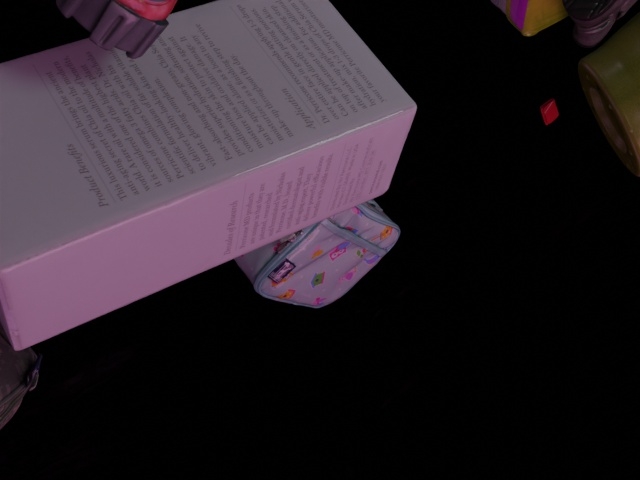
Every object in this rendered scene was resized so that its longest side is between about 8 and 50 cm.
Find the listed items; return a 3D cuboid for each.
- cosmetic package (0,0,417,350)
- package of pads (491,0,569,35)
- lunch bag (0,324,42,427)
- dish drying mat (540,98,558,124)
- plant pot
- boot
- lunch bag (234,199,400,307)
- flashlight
[{"bbox_3d":[-0.154,-0.096,0.944,0.453,0.230,0.161,-23,153,-24],"label":"cosmetic package"},{"bbox_3d":[0.370,-0.424,1.188,0.297,0.101,0.229,-31,154,-10],"label":"package of pads"},{"bbox_3d":[-0.513,0.213,1.076,0.305,0.212,0.256,-41,171,13],"label":"lunch bag"},{"bbox_3d":[0.434,-0.243,1.698,0.032,0.008,0.083,-40,155,7],"label":"dish drying mat"},{"bbox_3d":[0.657,-0.290,1.554,0.353,0.366,0.366,-28,157,10],"label":"plant pot"},{"bbox_3d":[0.411,-0.365,1.159,0.246,0.083,0.161,-45,165,15],"label":"boot"},{"bbox_3d":[0.000,0.000,1.452,0.224,0.108,0.279,-42,155,13],"label":"lunch bag"},{"bbox_3d":[-0.112,-0.303,0.786,0.304,0.103,0.103,-45,151,23],"label":"flashlight"}]
